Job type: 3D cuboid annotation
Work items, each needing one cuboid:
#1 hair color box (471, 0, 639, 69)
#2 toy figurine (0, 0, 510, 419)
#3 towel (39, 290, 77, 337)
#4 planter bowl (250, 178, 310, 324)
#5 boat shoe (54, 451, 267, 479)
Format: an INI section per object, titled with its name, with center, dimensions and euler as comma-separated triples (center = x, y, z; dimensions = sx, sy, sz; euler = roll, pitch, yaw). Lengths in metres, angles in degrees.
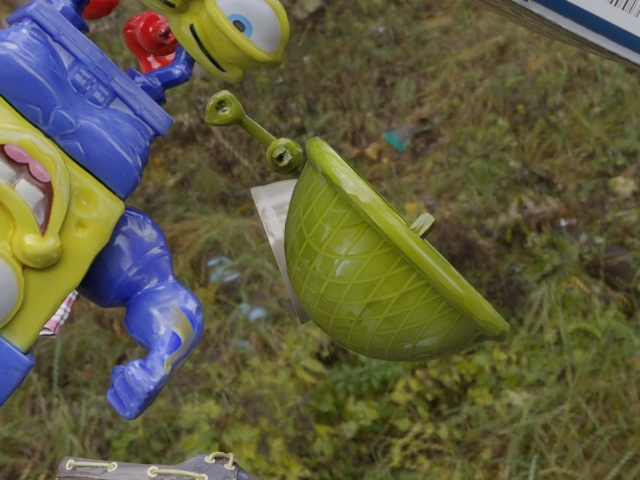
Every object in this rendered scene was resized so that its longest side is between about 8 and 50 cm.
[hair color box]
center = 0.194, -0.228, 0.812
dimensions = 0.174, 0.105, 0.347
euler = 23, 15, -13
[toy figurine]
center = -0.115, -0.012, 0.407
dimensions = 0.217, 0.362, 0.191
euler = -50, 27, -8
[towel]
center = -0.370, 0.052, 1.211
dimensions = 0.144, 0.029, 0.197
euler = 3, 33, 2
[planter bowl]
center = 0.000, 0.000, 1.085
dimensions = 0.109, 0.162, 0.162
euler = -20, 23, -3
[boat shoe]
center = -0.136, 0.275, 1.053
dimensions = 0.324, 0.116, 0.097
euler = -5, 65, 10
